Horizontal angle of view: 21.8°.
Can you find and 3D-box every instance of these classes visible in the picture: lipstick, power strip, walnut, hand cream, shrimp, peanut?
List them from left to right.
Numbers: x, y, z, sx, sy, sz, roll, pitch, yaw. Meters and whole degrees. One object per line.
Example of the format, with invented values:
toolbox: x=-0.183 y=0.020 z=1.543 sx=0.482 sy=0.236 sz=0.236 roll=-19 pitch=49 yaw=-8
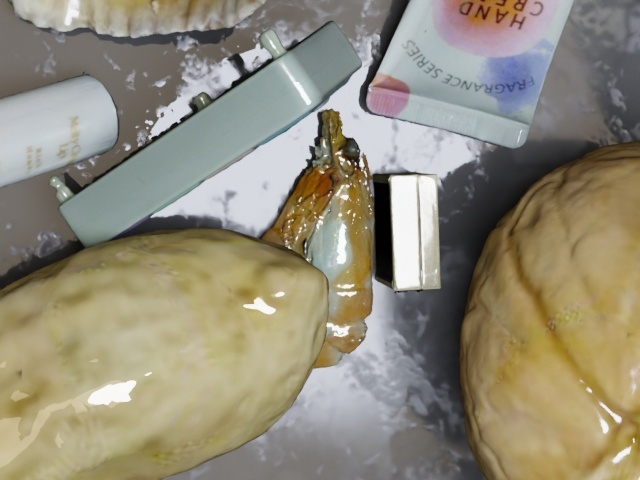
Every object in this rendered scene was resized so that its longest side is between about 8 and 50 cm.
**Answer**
lipstick: x=-0.247 y=-0.048 z=1.056 sx=0.264 sy=0.059 sz=0.059 roll=-22 pitch=97 yaw=-38
peanut: x=-0.168 y=0.112 z=1.077 sx=0.387 sy=0.192 sz=0.169 roll=-25 pitch=60 yaw=-4
power strip: x=-0.065 y=-0.081 z=1.099 sx=0.215 sy=0.145 sz=0.061 roll=-29 pitch=97 yaw=32
shrimp: x=0.000 y=0.000 z=1.161 sx=0.091 sy=0.043 sz=0.184 roll=11 pitch=94 yaw=-3
hand cream: x=0.140 y=-0.219 z=1.101 sx=0.124 sy=0.078 sz=0.341 roll=13 pitch=116 yaw=-16
walnut: x=0.228 y=0.074 z=1.064 sx=0.277 sy=0.313 sz=0.252 roll=21 pitch=111 yaw=18

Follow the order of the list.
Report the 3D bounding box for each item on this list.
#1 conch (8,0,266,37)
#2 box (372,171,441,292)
conch: x=-0.115 y=-0.283 z=1.031 sx=0.297 sy=0.352 sz=0.210 roll=39 pitch=59 yaw=-5
box: x=0.059 y=-0.005 z=1.149 sx=0.035 sy=0.079 sz=0.083 roll=-2 pitch=93 yaw=-7
